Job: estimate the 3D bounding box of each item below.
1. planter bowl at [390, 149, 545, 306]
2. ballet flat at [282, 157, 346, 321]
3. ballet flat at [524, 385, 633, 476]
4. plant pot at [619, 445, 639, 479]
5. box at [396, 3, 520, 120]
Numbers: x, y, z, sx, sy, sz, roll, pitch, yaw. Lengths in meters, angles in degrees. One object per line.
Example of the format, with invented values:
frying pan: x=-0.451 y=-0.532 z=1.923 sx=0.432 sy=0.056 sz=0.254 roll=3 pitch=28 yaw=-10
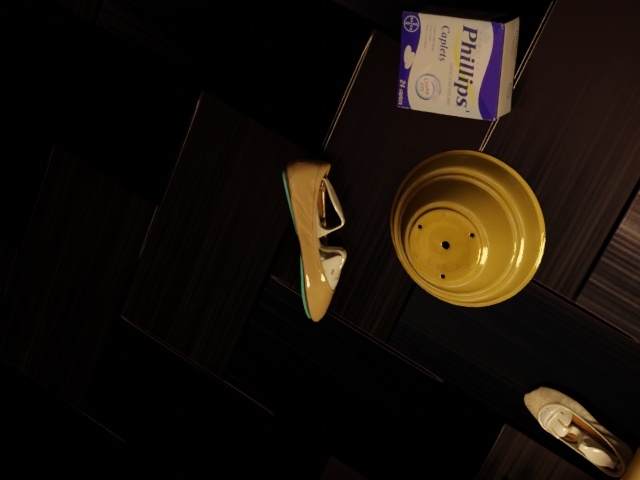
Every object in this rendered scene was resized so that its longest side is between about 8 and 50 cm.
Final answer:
planter bowl: x=0.177 y=-0.004 z=1.676 sx=0.217 sy=0.090 sz=0.217 roll=7 pitch=107 yaw=24
ballet flat: x=0.000 y=0.000 z=1.772 sx=0.073 sy=0.080 sz=0.232 roll=-7 pitch=104 yaw=12
ballet flat: x=0.340 y=0.252 z=1.693 sx=0.168 sy=0.052 sz=0.057 roll=33 pitch=116 yaw=14
plant pot: x=0.440 y=0.390 z=1.590 sx=0.254 sy=0.254 sz=0.239 roll=20 pitch=98 yaw=19
box: x=0.174 y=-0.227 z=1.622 sx=0.137 sy=0.072 sz=0.126 roll=10 pitch=110 yaw=22
